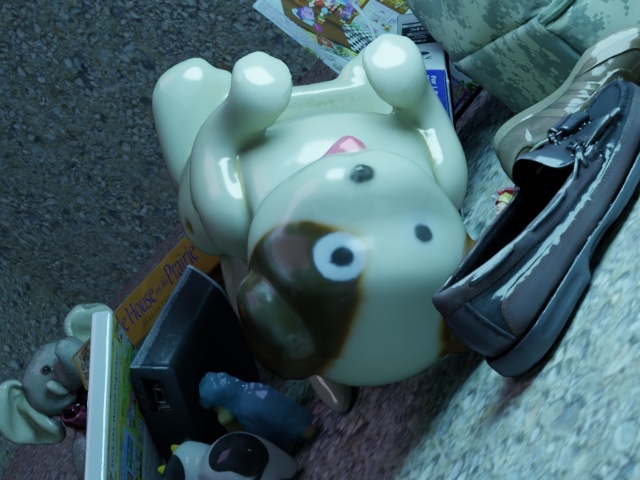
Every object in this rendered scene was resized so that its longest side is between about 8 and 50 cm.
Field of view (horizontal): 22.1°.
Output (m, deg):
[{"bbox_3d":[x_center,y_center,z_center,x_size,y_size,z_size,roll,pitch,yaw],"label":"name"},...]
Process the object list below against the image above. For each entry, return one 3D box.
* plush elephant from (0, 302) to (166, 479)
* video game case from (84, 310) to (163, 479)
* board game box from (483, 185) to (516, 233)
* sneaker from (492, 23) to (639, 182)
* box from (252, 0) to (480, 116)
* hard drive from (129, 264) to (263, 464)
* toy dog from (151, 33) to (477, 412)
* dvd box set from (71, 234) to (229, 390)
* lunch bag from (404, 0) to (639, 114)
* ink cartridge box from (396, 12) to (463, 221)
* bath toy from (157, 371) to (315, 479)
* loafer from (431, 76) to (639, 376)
[{"bbox_3d":[-0.319,0.222,2.384,0.272,0.255,0.330,-59,11,-25],"label":"plush elephant"},{"bbox_3d":[-0.206,0.220,1.741,0.206,0.026,0.227,68,-163,-59],"label":"video game case"},{"bbox_3d":[0.169,-0.015,1.545,0.133,0.033,0.168,-48,11,30],"label":"board game box"},{"bbox_3d":[0.245,-0.115,1.494,0.188,0.066,0.071,-41,47,21],"label":"sneaker"},{"bbox_3d":[0.090,-0.288,2.086,0.201,0.293,0.057,-50,4,18],"label":"box"},{"bbox_3d":[-0.129,0.170,1.853,0.254,0.054,0.172,73,-146,-44],"label":"hard drive"},{"bbox_3d":[0.000,0.000,1.525,0.408,0.285,0.395,-135,50,-73],"label":"toy dog"},{"bbox_3d":[-0.097,0.048,2.041,0.308,0.062,0.420,-16,-17,-38],"label":"dvd box set"},{"bbox_3d":[0.207,-0.293,1.659,0.212,0.256,0.305,-56,10,-12],"label":"lunch bag"},{"bbox_3d":[0.122,-0.147,1.870,0.332,0.065,0.165,-83,-13,-71],"label":"ink cartridge box"},{"bbox_3d":[-0.134,0.291,1.652,0.151,0.129,0.348,-47,12,50],"label":"bath toy"},{"bbox_3d":[0.187,-0.032,1.333,0.302,0.095,0.109,-60,12,-30],"label":"loafer"}]
